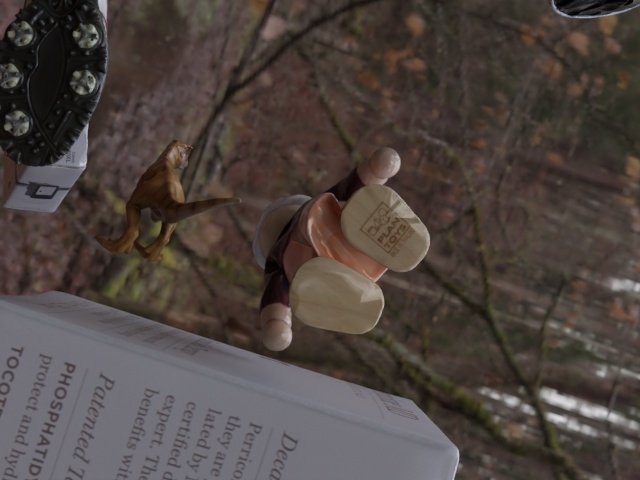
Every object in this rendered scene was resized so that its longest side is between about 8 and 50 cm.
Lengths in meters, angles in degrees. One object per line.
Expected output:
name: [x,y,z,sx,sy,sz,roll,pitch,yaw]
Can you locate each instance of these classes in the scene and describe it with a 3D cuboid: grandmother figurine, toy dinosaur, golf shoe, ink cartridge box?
grandmother figurine: [0.000,0.000,0.999,0.208,0.104,0.342,-46,-170,-8]
toy dinosaur: [-0.132,-0.033,0.904,0.112,0.064,0.211,-60,-158,14]
golf shoe: [-0.237,-0.195,1.036,0.120,0.105,0.273,89,8,-81]
ink cartridge box: [-0.301,-0.106,1.202,0.150,0.063,0.109,146,-54,-59]

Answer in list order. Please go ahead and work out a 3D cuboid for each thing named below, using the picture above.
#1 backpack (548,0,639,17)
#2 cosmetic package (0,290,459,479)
backpack: [0.318,-0.351,1.125,0.191,0.225,0.253,59,-43,24]
cosmetic package: [-0.132,0.253,0.965,0.329,0.393,0.327,125,-18,-87]
